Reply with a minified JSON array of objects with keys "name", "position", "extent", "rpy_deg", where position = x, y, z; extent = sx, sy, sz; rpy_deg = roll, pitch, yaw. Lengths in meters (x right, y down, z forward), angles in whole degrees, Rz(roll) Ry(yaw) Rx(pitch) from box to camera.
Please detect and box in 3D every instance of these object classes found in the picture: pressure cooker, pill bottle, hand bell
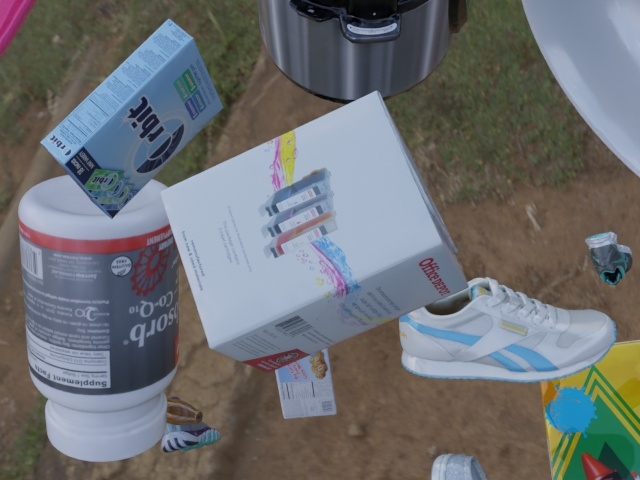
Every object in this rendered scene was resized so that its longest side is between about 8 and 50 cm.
[{"name":"pressure cooker","position":[0.063,-0.469,1.636],"extent":[0.370,0.420,0.375],"rpy_deg":[39,72,17]},{"name":"pill bottle","position":[-0.300,0.105,1.358],"extent":[0.210,0.210,0.363],"rpy_deg":[15,115,26]},{"name":"hand bell","position":[-0.286,0.257,1.554],"extent":[0.242,0.126,0.126],"rpy_deg":[6,75,30]}]

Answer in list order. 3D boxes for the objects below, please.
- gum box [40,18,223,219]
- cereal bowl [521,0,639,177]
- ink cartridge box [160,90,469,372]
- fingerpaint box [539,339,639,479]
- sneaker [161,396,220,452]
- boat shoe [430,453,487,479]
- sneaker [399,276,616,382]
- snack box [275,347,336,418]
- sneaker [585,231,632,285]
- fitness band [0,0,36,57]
[{"name":"gum box","position":[-0.195,-0.126,1.056],"extent":[0.041,0.157,0.184],"rpy_deg":[41,79,17]},{"name":"cereal bowl","position":[0.312,-0.166,0.739],"extent":[0.141,0.339,0.339],"rpy_deg":[-37,61,-9]},{"name":"ink cartridge box","position":[0.000,0.000,0.718],"extent":[0.176,0.128,0.127],"rpy_deg":[-23,69,8]},{"name":"fingerpaint box","position":[0.448,0.393,1.434],"extent":[0.163,0.445,0.371],"rpy_deg":[-11,62,17]},{"name":"sneaker","position":[-0.244,0.336,1.820],"extent":[0.083,0.224,0.098],"rpy_deg":[-17,77,2]},{"name":"boat shoe","position":[0.203,0.358,0.975],"extent":[0.103,0.118,0.320],"rpy_deg":[-27,68,15]},{"name":"sneaker","position":[0.197,0.091,1.038],"extent":[0.228,0.087,0.092],"rpy_deg":[-3,113,7]},{"name":"snack box","position":[-0.022,0.131,1.116],"extent":[0.064,0.178,0.022],"rpy_deg":[-5,34,4]},{"name":"sneaker","position":[0.490,0.043,1.658],"extent":[0.065,0.166,0.076],"rpy_deg":[-16,68,29]},{"name":"fitness band","position":[-0.403,-0.323,1.232],"extent":[0.054,0.209,0.291],"rpy_deg":[32,91,-2]}]
